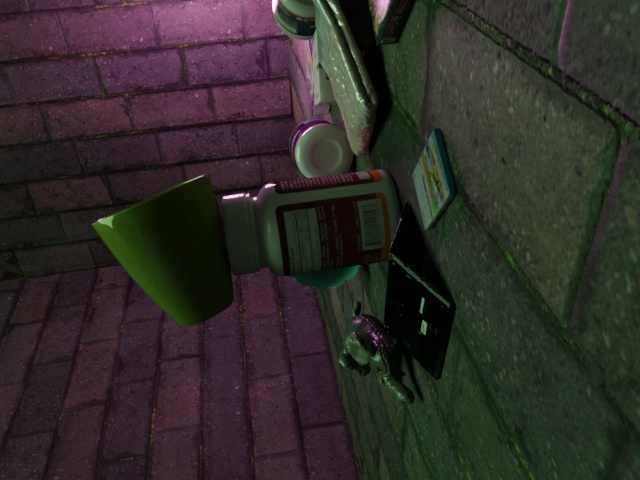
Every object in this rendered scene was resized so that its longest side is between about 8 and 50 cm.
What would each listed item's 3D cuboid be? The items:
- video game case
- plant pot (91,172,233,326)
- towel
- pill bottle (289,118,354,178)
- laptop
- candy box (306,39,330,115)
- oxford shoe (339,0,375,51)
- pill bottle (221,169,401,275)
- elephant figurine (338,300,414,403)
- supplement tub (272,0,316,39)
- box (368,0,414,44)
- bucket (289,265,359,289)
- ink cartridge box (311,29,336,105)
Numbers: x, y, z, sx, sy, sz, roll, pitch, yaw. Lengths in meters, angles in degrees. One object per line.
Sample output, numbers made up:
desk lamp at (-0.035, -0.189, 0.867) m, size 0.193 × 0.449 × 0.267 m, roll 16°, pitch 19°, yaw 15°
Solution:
video game case at (0.195, -0.102, 0.982) m, size 0.166 × 0.015 × 0.119 m, roll 99°, pitch 163°, yaw -70°
plant pot at (-0.319, 0.035, 1.276) m, size 0.275 × 0.274 × 0.294 m, roll -127°, pitch 13°, yaw -78°
towel at (0.059, -0.396, 1.379) m, size 0.332 × 0.053 × 0.317 m, roll 80°, pitch 169°, yaw -81°
pill bottle at (-0.006, -0.299, 1.828) m, size 0.323 × 0.181 × 0.182 m, roll -117°, pitch 21°, yaw -72°
laptop at (0.206, 0.100, 1.147) m, size 0.264 × 0.136 × 0.234 m, roll 44°, pitch 150°, yaw 37°
candy box at (-0.006, -0.580, 2.000) m, size 0.233 × 0.071 × 0.159 m, roll 97°, pitch 165°, yaw -65°
oxford shoe at (0.078, -0.531, 1.278) m, size 0.076 × 0.076 × 0.212 m, roll 82°, pitch 178°, yaw -82°
pill bottle at (-0.024, -0.036, 1.325) m, size 0.224 × 0.392 × 0.224 m, roll 173°, pitch 90°, yaw -84°
elephant figurine at (0.150, 0.271, 1.390) m, size 0.169 × 0.186 × 0.239 m, roll -56°, pitch 10°, yaw -13°
supplement tub at (-0.043, -0.702, 1.618) m, size 0.272 × 0.191 × 0.191 m, roll -154°, pitch 57°, yaw -83°
box at (0.127, -0.481, 1.000) m, size 0.233 × 0.044 × 0.159 m, roll 113°, pitch 149°, yaw -78°
bucket at (0.000, 0.000, 1.772) m, size 0.183 × 0.281 × 0.281 m, roll -89°, pitch -6°, yaw -74°
ink cartridge box at (0.024, -0.510, 1.672) m, size 0.148 × 0.085 × 0.203 m, roll -123°, pitch 29°, yaw -79°
